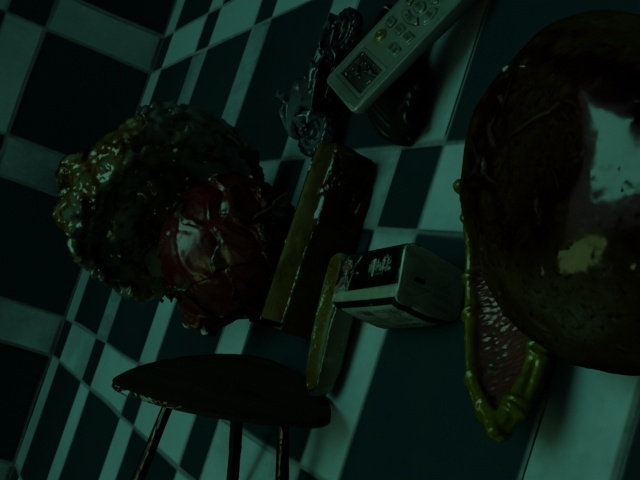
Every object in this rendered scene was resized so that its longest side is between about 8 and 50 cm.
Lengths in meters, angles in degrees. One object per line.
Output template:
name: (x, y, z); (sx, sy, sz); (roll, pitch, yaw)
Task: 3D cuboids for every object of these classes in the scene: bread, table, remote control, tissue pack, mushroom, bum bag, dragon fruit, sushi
bread: (0.023, 0.125, 1.464); (0.073, 0.053, 0.214); (165, 120, -67)
table: (-0.144, 0.327, 1.496); (0.317, 0.317, 0.249); (-151, 68, -66)
remote control: (0.147, -0.313, 1.459); (0.313, 0.055, 0.109); (-45, 42, 10)
tissue pack: (0.099, 0.061, 1.287); (0.170, 0.103, 0.090); (-9, 59, 63)
mushroom: (0.254, -0.042, 0.893); (0.345, 0.239, 0.345); (-165, 90, -82)
bum bag: (0.105, -0.267, 1.571); (0.142, 0.079, 0.326); (-60, 27, 28)
dragon fruit: (-0.161, 0.026, 1.710); (0.299, 0.244, 0.244); (-68, 23, 9)
sushi: (-0.281, -0.061, 1.867); (0.417, 0.417, 0.176); (-62, 35, 16)

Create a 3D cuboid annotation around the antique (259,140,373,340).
antique: (0.000, 0.000, 1.573); (0.093, 0.087, 0.310); (4, 74, 64)

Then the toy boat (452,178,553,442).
toy boat: (0.196, 0.075, 1.078); (0.141, 0.099, 0.318); (-44, 36, 44)

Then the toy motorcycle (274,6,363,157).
toy motorcycle: (0.002, -0.280, 1.780); (0.159, 0.106, 0.270); (13, 87, 61)
